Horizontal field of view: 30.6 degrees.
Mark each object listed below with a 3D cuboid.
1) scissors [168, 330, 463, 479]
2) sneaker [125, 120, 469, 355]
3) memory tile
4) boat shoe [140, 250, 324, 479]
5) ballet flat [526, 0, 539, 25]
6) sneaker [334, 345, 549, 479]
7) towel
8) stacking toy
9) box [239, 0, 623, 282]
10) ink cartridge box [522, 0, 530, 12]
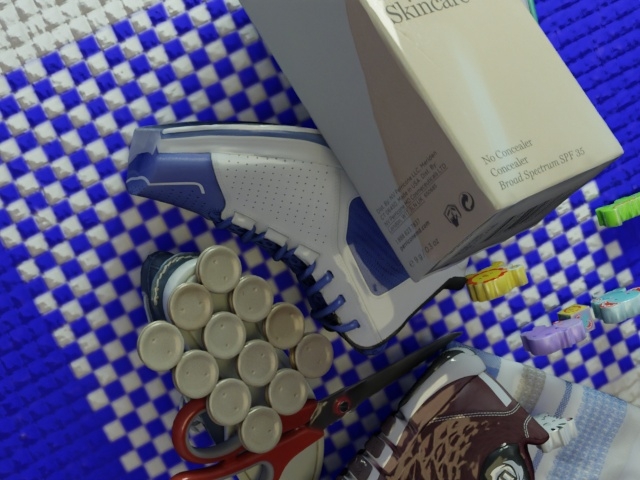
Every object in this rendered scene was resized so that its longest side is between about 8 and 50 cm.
[{"bbox_3d":[0.001,0.152,0.975,0.297,0.021,0.109,-13,108,-32],"label":"scissors"},{"bbox_3d":[0.001,0.000,0.955,0.315,0.127,0.182,5,95,-19],"label":"sneaker"},{"bbox_3d":[-0.063,0.084,0.903,0.148,0.012,0.113,44,69,-24],"label":"memory tile"},{"bbox_3d":[-0.077,0.117,0.971,0.095,0.079,0.254,-42,122,-21],"label":"boat shoe"},{"bbox_3d":[0.150,-0.247,1.009,0.052,0.057,0.168,-11,99,14],"label":"ballet flat"},{"bbox_3d":[0.087,0.241,0.993,0.162,0.106,0.281,39,94,8],"label":"sneaker"},{"bbox_3d":[0.203,0.231,1.100,0.285,0.034,0.209,22,91,-18],"label":"towel"},{"bbox_3d":[0.245,0.071,1.059,0.221,0.052,0.167,-24,102,-23],"label":"stacking toy"},{"bbox_3d":[0.065,-0.144,0.871,0.148,0.121,0.311,-24,77,-35],"label":"box"},{"bbox_3d":[0.118,-0.208,0.977,0.097,0.046,0.207,-9,104,24],"label":"ink cartridge box"}]
